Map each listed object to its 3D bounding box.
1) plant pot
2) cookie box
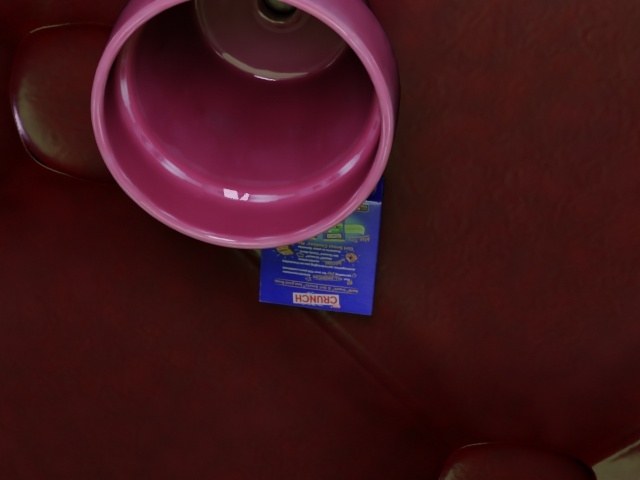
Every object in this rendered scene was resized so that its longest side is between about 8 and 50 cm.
[{"bbox_3d":[-0.041,-0.124,1.251,0.201,0.180,0.201,4,124,6],"label":"plant pot"},{"bbox_3d":[0.000,0.000,1.414,0.092,0.040,0.107,7,125,3],"label":"cookie box"}]
